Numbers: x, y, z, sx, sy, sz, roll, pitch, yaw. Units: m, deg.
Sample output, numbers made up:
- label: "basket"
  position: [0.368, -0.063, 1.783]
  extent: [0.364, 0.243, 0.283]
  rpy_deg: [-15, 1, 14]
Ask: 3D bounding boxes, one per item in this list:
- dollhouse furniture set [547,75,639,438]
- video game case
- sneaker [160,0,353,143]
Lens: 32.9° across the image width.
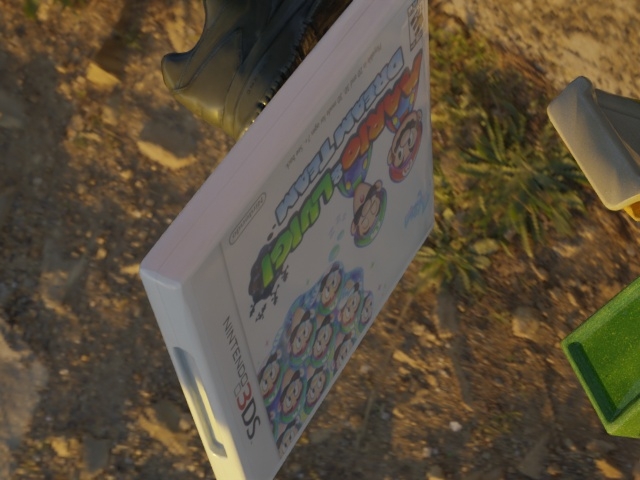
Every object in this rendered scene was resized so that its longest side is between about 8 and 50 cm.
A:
- label: "dollhouse furniture set"
  position: [0.306, 0.014, 0.985]
  extent: [0.151, 0.198, 0.301]
  rpy_deg: [-52, 44, 34]
- label: "video game case"
  position: [0.000, 0.000, 0.395]
  extent: [0.019, 0.143, 0.157]
  rpy_deg: [20, 56, 23]
- label: "sneaker"
  position: [-0.029, -0.217, 0.876]
  extent: [0.130, 0.109, 0.286]
  rpy_deg: [30, 83, 17]
